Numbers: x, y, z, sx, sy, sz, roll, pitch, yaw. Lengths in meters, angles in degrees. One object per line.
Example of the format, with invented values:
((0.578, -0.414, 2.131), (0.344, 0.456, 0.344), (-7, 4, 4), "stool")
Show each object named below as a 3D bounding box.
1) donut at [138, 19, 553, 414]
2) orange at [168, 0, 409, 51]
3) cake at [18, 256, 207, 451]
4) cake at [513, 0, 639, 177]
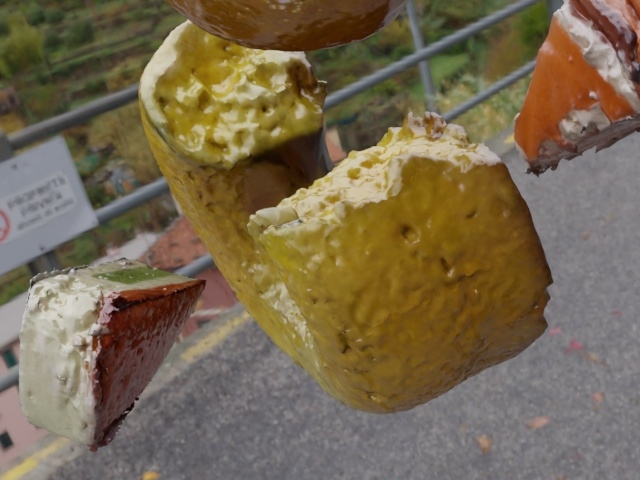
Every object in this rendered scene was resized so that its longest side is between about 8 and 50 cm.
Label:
((0.000, 0.000, 0.833), (0.163, 0.377, 0.435), (-35, 43, -15), "donut")
((-0.002, -0.205, 0.486), (0.170, 0.224, 0.224), (28, 23, -8), "orange")
((-0.159, 0.046, 0.727), (0.086, 0.116, 0.220), (17, 37, 8), "cake")
((0.248, -0.120, 0.814), (0.098, 0.287, 0.135), (-26, 68, -12), "cake")
